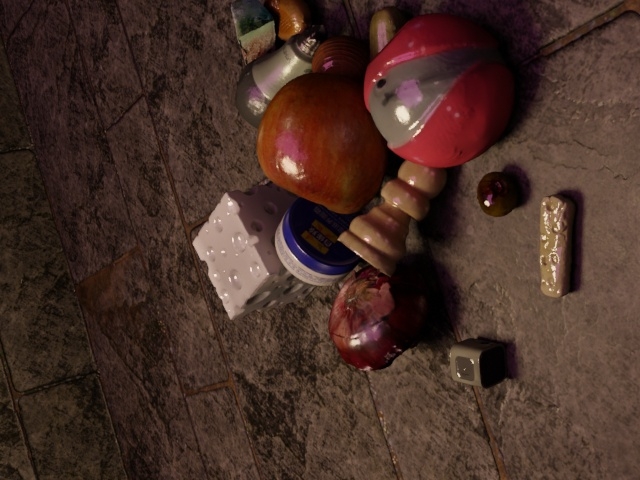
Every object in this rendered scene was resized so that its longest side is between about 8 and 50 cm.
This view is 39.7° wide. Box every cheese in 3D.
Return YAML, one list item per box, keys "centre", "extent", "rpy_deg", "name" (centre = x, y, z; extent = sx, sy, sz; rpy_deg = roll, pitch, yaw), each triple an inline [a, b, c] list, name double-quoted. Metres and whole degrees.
- centre: [0.434, 0.010, 1.638]
  extent: [0.065, 0.043, 0.194]
  rpy_deg: [16, 114, 48]
  name: "cheese"

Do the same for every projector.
- centre: [0.324, 0.251, 1.821]
  extent: [0.082, 0.083, 0.083]
  rpy_deg: [6, 106, 51]
  name: "projector"

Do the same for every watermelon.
- centre: [-0.163, -0.478, 2.180]
  extent: [0.241, 0.094, 0.154]
  rpy_deg: [78, 168, -52]
  name: "watermelon"

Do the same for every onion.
- centre: [0.143, 0.170, 1.944]
  extent: [0.252, 0.219, 0.252]
  rpy_deg: [-42, 28, 29]
  name: "onion"

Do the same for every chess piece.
- centre: [0.160, -0.067, 1.837]
  extent: [0.142, 0.142, 0.261]
  rpy_deg: [36, 93, 41]
  name: "chess piece"

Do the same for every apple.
- centre: [0.014, -0.216, 1.872]
  extent: [0.301, 0.301, 0.302]
  rpy_deg: [20, 116, 48]
  name: "apple"

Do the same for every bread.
- centre: [-0.072, -0.527, 2.095]
  extent: [0.189, 0.077, 0.114]
  rpy_deg: [36, 146, 54]
  name: "bread"

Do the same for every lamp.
- centre: [-0.090, -0.370, 2.057]
  extent: [0.314, 0.182, 0.182]
  rpy_deg: [-38, 70, 62]
  name: "lamp"
- centre: [0.048, -0.379, 1.937]
  extent: [0.136, 0.136, 0.136]
  rpy_deg: [20, 116, 48]
  name: "lamp"

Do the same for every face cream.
- centre: [0.000, 0.000, 2.059]
  extent: [0.206, 0.206, 0.111]
  rpy_deg: [60, 143, 21]
  name: "face cream"

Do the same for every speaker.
- centre: [0.229, -0.279, 1.705]
  extent: [0.294, 0.294, 0.294]
  rpy_deg: [20, 116, 48]
  name: "speaker"

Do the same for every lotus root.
- centre: [0.145, -0.394, 1.846]
  extent: [0.077, 0.090, 0.183]
  rpy_deg: [6, 109, 25]
  name: "lotus root"

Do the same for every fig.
- centre: [0.340, -0.082, 1.717]
  extent: [0.084, 0.082, 0.098]
  rpy_deg: [39, 171, 21]
  name: "fig"

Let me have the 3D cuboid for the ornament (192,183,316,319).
- centre: [-0.132, 0.018, 2.206]
  extent: [0.240, 0.239, 0.239]
  rpy_deg: [61, 140, 19]
  name: "ornament"
